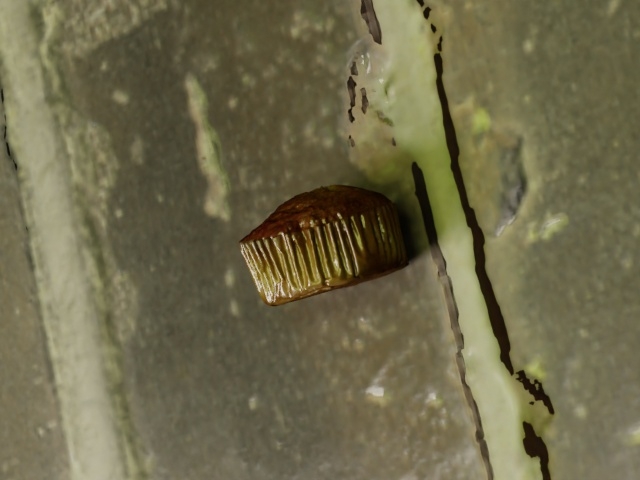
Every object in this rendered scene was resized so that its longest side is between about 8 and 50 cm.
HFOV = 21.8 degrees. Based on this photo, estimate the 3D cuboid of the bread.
[{"bbox_3d":[0.000,0.000,0.850,0.085,0.085,0.053,-19,86,29],"label":"bread"}]
